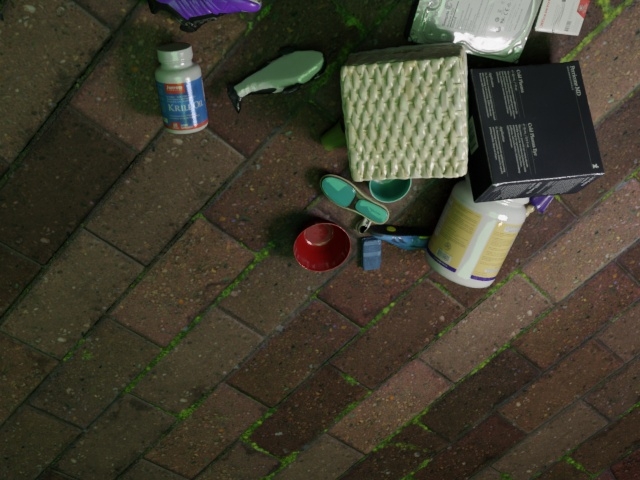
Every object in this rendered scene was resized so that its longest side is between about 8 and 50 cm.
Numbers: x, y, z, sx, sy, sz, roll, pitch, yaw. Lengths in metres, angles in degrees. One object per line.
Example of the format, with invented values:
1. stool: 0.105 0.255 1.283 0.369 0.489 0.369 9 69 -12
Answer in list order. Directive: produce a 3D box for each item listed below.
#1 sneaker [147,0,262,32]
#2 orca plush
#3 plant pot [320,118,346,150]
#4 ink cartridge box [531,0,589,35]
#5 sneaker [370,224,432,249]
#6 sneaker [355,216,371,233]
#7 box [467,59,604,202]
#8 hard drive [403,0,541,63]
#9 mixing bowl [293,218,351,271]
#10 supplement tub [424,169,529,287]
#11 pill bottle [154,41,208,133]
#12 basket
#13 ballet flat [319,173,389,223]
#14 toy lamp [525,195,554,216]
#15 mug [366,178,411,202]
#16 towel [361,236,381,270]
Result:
1. sneaker: -0.300 -0.601 1.661 0.293 0.102 0.146 9 124 -9
2. orca plush: -0.107 -0.427 1.793 0.287 0.151 0.102 -31 152 8
3. plant pot: 0.044 -0.303 1.911 0.079 0.083 0.083 -25 123 22
4. ink cartridge box: 0.660 -0.632 1.808 0.135 0.056 0.099 3 121 -11
5. sneaker: 0.261 -0.001 2.132 0.209 0.069 0.082 5 124 -12
6. sneaker: 0.154 -0.066 2.089 0.040 0.043 0.109 23 114 -19
7. box: 0.575 -0.301 1.823 0.313 0.179 0.343 -6 77 -4
8. hard drive: 0.420 -0.631 1.769 0.339 0.064 0.236 9 120 -13
9. mixing bowl: 0.000 0.000 2.073 0.182 0.098 0.181 -4 121 -6
10. supplement tub: 0.492 -0.045 2.031 0.241 0.241 0.331 14 113 -17
11. pill bottle: -0.377 -0.410 1.745 0.124 0.124 0.221 -7 123 -4
12. basket: 0.228 -0.336 1.730 0.328 0.266 0.331 -2 112 13
13. ballet flat: 0.103 -0.132 2.017 0.248 0.086 0.086 34 112 -14
14. toy lamp: 0.648 -0.070 2.146 0.080 0.080 0.275 37 112 -27
15. mug: 0.215 -0.200 1.983 0.158 0.097 0.129 -24 122 6
16. towel: 0.170 0.043 2.167 0.067 0.029 0.119 -5 121 -6
